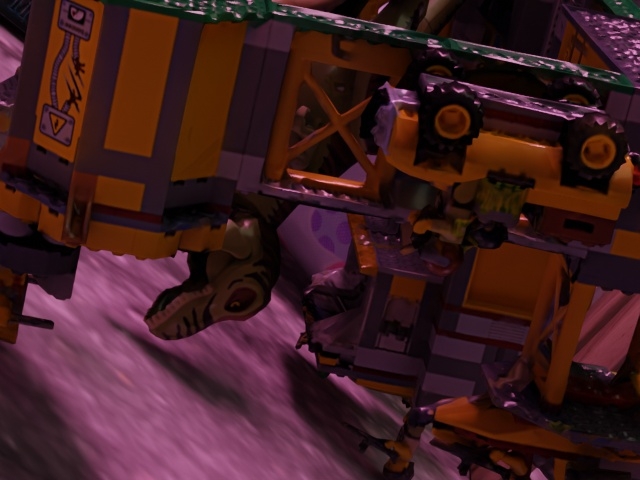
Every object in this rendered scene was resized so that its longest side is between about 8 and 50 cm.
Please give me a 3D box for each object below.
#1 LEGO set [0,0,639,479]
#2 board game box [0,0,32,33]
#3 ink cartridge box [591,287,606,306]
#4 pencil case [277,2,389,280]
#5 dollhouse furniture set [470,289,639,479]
[{"bbox_3d":[0.000,0.000,0.630,0.255,0.192,0.331,8,19,-15],"label":"LEGO set"},{"bbox_3d":[-0.172,-0.154,0.848,0.186,0.026,0.126,39,11,-21],"label":"board game box"},{"bbox_3d":[0.083,-0.004,0.981,0.061,0.104,0.181,50,12,33],"label":"ink cartridge box"},{"bbox_3d":[-0.007,-0.086,0.861,0.124,0.113,0.273,-12,61,-49],"label":"pencil case"},{"bbox_3d":[0.159,0.094,0.822,0.151,0.123,0.144,42,11,-5],"label":"dollhouse furniture set"}]
